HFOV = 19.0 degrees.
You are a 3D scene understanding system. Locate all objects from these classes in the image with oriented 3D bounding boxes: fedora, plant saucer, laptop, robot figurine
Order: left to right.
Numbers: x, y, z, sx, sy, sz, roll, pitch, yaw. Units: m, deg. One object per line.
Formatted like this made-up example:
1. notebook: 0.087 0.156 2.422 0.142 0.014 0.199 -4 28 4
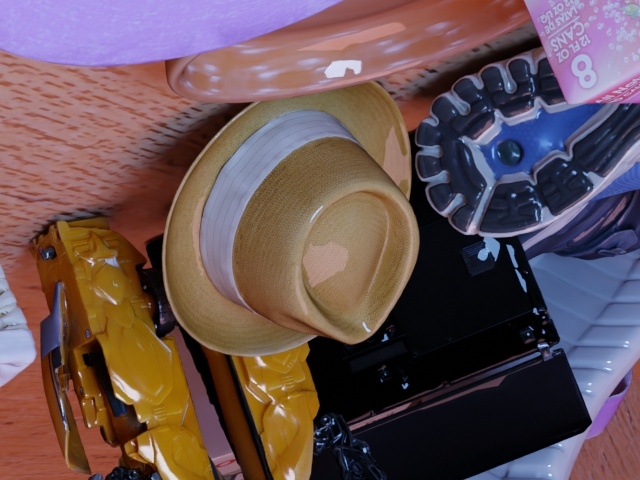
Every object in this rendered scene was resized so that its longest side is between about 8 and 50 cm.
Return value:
1. robot figurine: -0.069 0.120 1.173 0.211 0.291 0.085 -11 169 -33
2. fedora: 0.000 0.000 1.097 0.194 0.079 0.194 -24 134 -28
3. plant saucer: 0.021 -0.113 0.904 0.200 0.037 0.200 -15 172 -2
4. laptop: 0.042 0.071 1.331 0.234 0.264 0.136 -23 -173 5

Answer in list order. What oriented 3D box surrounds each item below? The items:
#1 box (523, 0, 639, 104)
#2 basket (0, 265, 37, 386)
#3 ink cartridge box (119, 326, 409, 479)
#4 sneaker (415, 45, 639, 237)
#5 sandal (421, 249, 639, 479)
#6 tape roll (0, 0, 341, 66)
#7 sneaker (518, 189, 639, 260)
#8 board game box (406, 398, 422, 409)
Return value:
1. box: 0.221 -0.182 0.762 0.154 0.142 0.300 -5 159 -46
2. basket: -0.255 0.055 1.045 0.167 0.103 0.113 -33 162 38
3. ink cartridge box: -0.052 0.136 1.616 0.211 0.121 0.289 -18 166 -15
4. sneaker: 0.220 -0.106 1.154 0.330 0.129 0.147 -21 180 18
5. sandal: 0.172 0.118 1.510 0.416 0.169 0.102 -55 142 -28
6. tape roll: -0.003 -0.166 0.475 0.275 0.090 0.275 -30 160 -12
7. sneaker: 0.154 -0.002 1.468 0.226 0.086 0.163 -31 161 31
8. board game box: 0.092 0.185 1.840 0.316 0.064 0.242 -23 -163 49
